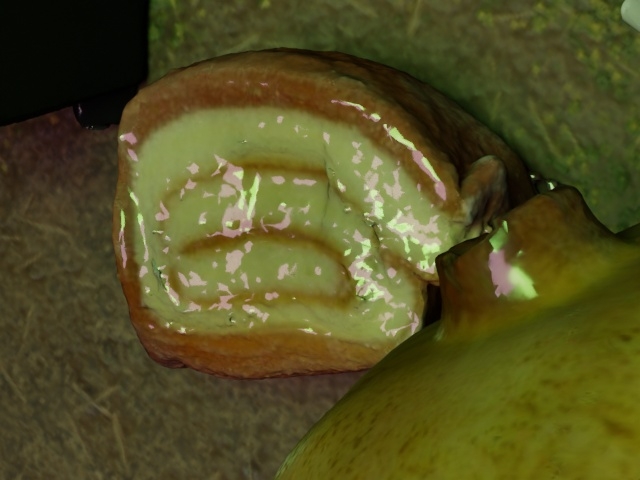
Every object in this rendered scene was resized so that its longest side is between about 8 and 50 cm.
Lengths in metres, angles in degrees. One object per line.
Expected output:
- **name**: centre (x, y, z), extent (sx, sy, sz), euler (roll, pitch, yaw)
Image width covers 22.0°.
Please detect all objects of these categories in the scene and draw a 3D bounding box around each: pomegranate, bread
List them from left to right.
- **bread**: centre (-0.001, -0.013, 0.898), extent (0.244, 0.123, 0.190), euler (-4, 99, 27)
- **pomegranate**: centre (0.157, 0.157, 0.714), extent (0.416, 0.416, 0.417), euler (7, 105, 26)

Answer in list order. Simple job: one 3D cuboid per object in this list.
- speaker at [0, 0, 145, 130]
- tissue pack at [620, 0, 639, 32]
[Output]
- **speaker**: centre (-0.232, -0.185, 0.944), extent (0.232, 0.184, 0.254), euler (10, 110, 26)
- **tissue pack**: centre (0.264, -0.165, 0.703), extent (0.136, 0.159, 0.246), euler (38, 117, 16)
